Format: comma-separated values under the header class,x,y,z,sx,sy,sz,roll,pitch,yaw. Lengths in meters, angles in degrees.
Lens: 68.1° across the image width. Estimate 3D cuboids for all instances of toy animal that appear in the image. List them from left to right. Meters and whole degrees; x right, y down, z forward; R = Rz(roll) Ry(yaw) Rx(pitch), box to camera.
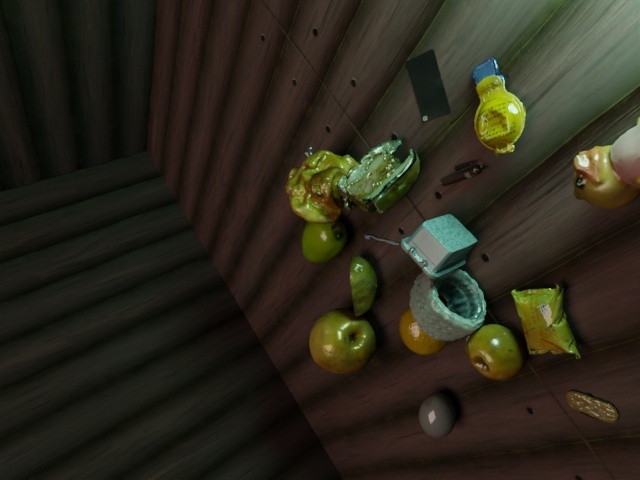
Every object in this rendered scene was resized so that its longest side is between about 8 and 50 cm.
class,x,y,z,sx,sy,sz,roll,pitch,yaw
toy animal,0.662,-0.161,1.009,0.169,0.195,0.281,29,150,-20

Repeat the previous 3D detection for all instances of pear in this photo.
class,x,y,z,sx,sy,sz,roll,pitch,yaw
pear,0.098,0.454,2.121,0.314,0.314,0.314,34,137,39

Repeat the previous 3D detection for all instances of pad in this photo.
class,x,y,z,sx,sy,sz,roll,pitch,yaw
pad,0.323,-0.463,1.426,0.116,0.004,0.193,-2,109,55

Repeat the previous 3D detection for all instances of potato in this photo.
class,x,y,z,sx,sy,sz,roll,pitch,yaw
potato,0.183,0.183,1.972,0.111,0.160,0.272,-3,120,10

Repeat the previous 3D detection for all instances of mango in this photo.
class,x,y,z,sx,sy,sz,roll,pitch,yaw
mango,0.000,0.000,2.072,0.192,0.156,0.343,60,149,8

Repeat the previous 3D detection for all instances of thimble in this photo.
class,x,y,z,sx,sy,sz,roll,pitch,yaw
thimble,0.415,0.204,1.564,0.250,0.205,0.172,55,148,12

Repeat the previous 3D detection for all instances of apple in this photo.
class,x,y,z,sx,sy,sz,roll,pitch,yaw
apple,0.557,0.360,1.514,0.182,0.155,0.182,31,133,40

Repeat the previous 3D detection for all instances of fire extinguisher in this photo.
class,x,y,z,sx,sy,sz,roll,pitch,yaw
fire extinguisher,0.430,-0.206,1.427,0.173,0.035,0.049,-16,60,58

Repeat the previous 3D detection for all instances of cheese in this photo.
class,x,y,z,sx,sy,sz,roll,pitch,yaw
cheese,0.462,-0.350,1.248,0.156,0.064,0.250,-13,91,57

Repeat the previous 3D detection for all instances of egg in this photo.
class,x,y,z,sx,sy,sz,roll,pitch,yaw
egg,0.467,0.696,1.888,0.146,0.146,0.199,34,130,39

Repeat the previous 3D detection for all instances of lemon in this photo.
class,x,y,z,sx,sy,sz,roll,pitch,yaw
lemon,0.378,0.312,1.712,0.187,0.186,0.244,15,120,51

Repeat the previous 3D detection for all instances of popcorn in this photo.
class,x,y,z,sx,sy,sz,roll,pitch,yaw
popcorn,0.012,-0.219,1.774,0.281,0.297,0.316,61,-176,-22

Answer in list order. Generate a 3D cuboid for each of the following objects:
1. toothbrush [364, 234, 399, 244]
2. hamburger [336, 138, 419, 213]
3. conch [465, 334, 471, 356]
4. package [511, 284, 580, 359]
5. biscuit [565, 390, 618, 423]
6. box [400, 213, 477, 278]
class,x,y,z,sx,sy,sz,roll,pitch,yaw
toothbrush,0.239,-0.002,1.858,0.193,0.013,0.019,14,129,51
hamburger,0.197,-0.197,1.604,0.168,0.288,0.192,46,177,22
conch,0.536,0.377,1.655,0.085,0.056,0.076,49,132,22
package,0.646,0.237,1.360,0.168,0.090,0.226,-15,97,56
biscuit,0.794,0.488,1.390,0.147,0.018,0.071,11,118,54
box,0.376,0.015,1.487,0.162,0.227,0.130,50,129,22
